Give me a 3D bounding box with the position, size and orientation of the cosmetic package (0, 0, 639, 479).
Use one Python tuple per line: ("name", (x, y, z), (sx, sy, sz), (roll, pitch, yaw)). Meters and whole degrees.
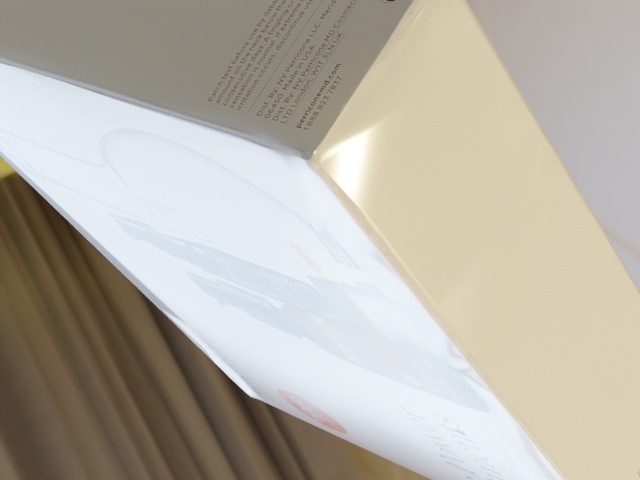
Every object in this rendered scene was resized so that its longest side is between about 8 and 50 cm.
("cosmetic package", (0.000, 0.000, 0.773), (0.097, 0.284, 0.377), (-56, 138, -14))
